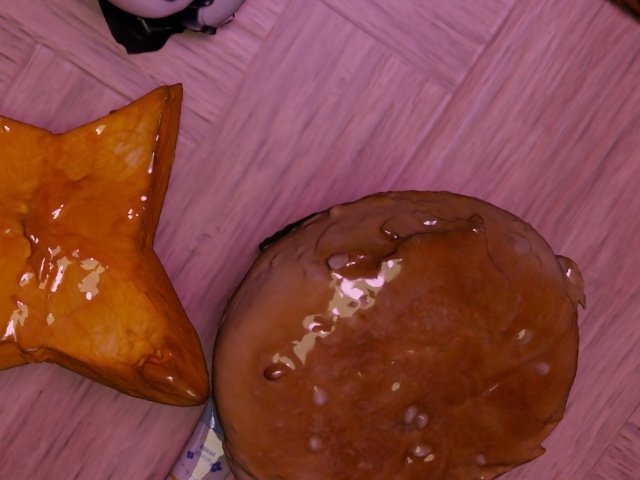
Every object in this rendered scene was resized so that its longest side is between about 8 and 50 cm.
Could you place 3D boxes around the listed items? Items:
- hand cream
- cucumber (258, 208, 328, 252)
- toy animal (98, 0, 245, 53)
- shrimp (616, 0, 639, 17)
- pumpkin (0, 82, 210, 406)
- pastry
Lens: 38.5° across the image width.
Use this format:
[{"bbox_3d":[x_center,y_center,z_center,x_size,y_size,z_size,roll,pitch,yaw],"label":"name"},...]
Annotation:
[{"bbox_3d":[-0.124,0.233,0.863,0.065,0.043,0.171,34,94,-10],"label":"hand cream"},{"bbox_3d":[0.000,0.000,0.833,0.107,0.035,0.067,-27,121,-1],"label":"cucumber"},{"bbox_3d":[-0.124,-0.233,0.713,0.138,0.179,0.166,25,91,5],"label":"toy animal"},{"bbox_3d":[0.312,-0.246,0.773,0.173,0.058,0.253,-17,131,22],"label":"shrimp"},{"bbox_3d":[-0.223,0.003,0.744,0.258,0.095,0.290,-4,70,-2],"label":"pumpkin"},{"bbox_3d":[0.057,0.087,0.773,0.315,0.184,0.285,-14,115,-13],"label":"pastry"}]
